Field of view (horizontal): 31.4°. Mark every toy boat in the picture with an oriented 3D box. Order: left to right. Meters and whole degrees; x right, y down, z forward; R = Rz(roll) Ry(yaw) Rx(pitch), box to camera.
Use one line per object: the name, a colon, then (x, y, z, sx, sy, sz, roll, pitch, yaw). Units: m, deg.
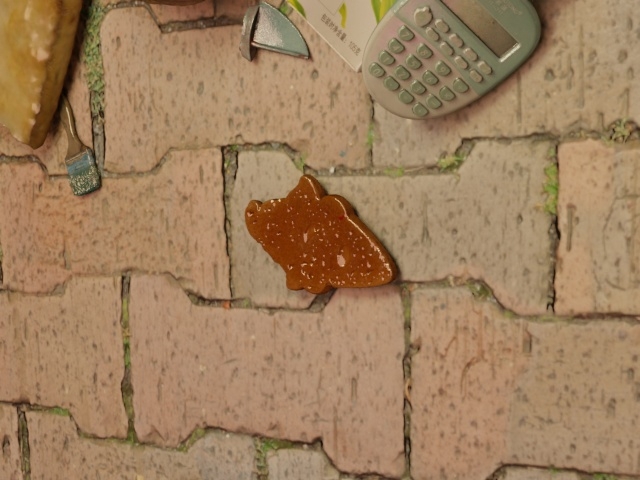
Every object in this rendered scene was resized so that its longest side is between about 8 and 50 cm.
toy boat: (-0.063, -0.315, 1.754, 0.122, 0.034, 0.096, 16, 105, 23)

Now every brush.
brush: (-0.440, -0.177, 2.027, 0.070, 0.021, 0.196, -22, 83, 32)

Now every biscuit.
biscuit: (-0.587, -0.455, 2.045, 0.429, 0.104, 0.446, 33, 115, 28)
biscuit: (0.000, 0.000, 1.738, 0.280, 0.043, 0.183, 21, 111, 26)

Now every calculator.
calculator: (0.184, -0.278, 1.521, 0.184, 0.042, 0.295, 40, 118, -21)

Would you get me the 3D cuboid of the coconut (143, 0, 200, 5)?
coconut: (-0.220, -0.532, 1.669, 0.352, 0.352, 0.352, 5, 98, 34)

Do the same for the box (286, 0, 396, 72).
box: (0.048, -0.392, 1.617, 0.260, 0.111, 0.194, 48, 119, 22)
